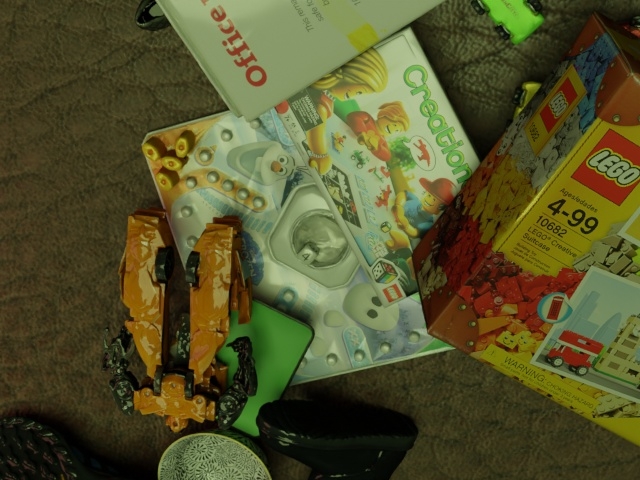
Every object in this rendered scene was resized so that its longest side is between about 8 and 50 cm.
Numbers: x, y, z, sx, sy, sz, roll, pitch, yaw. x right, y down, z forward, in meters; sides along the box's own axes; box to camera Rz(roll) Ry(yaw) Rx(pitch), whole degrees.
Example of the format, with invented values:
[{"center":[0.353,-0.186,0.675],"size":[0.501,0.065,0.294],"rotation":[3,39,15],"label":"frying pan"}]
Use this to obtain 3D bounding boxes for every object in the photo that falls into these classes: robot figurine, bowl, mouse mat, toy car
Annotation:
[{"center":[-0.176,0.108,1.762],"size":[0.211,0.085,0.291],"rotation":[7,107,11],"label":"robot figurine"},{"center":[-0.132,0.320,1.884],"size":[0.170,0.080,0.170],"rotation":[7,115,15],"label":"bowl"},{"center":[-0.110,0.161,1.818],"size":[0.152,0.007,0.189],"rotation":[27,111,-1],"label":"mouse mat"},{"center":[0.268,-0.244,1.654],"size":[0.239,0.053,0.225],"rotation":[-41,98,18],"label":"toy car"}]

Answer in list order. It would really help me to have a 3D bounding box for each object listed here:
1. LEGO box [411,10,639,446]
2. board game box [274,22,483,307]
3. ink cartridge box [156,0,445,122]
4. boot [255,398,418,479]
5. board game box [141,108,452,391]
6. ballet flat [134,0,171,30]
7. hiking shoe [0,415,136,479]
[{"center":[0.417,0.034,1.581],"size":[0.500,0.193,0.372],"rotation":[28,115,-18],"label":"LEGO box"},{"center":[0.095,-0.090,1.677],"size":[0.193,0.053,0.305],"rotation":[-26,104,13],"label":"board game box"},{"center":[-0.004,-0.361,1.560],"size":[0.385,0.160,0.279],"rotation":[-30,110,9],"label":"ink cartridge box"},{"center":[-0.001,0.325,1.824],"size":[0.246,0.094,0.207],"rotation":[9,112,-33],"label":"boot"},{"center":[0.000,0.000,1.778],"size":[0.390,0.050,0.390],"rotation":[-14,106,13],"label":"board game box"},{"center":[-0.159,-0.315,1.694],"size":[0.173,0.049,0.057],"rotation":[-37,101,18],"label":"ballet flat"},{"center":[-0.342,0.352,1.914],"size":[0.304,0.132,0.113],"rotation":[27,75,20],"label":"hiking shoe"}]
